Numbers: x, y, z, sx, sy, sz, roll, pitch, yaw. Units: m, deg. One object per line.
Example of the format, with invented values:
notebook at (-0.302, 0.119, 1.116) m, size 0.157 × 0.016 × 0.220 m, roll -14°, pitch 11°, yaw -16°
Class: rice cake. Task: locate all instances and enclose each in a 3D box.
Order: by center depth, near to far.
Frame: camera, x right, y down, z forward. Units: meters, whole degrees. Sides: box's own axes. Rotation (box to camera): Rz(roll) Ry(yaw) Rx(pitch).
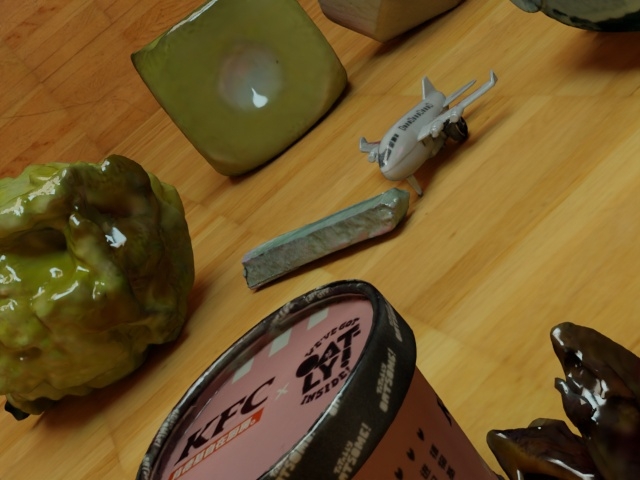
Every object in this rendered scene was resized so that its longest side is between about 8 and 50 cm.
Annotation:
rice cake at (0.000, 0.000, 0.887) m, size 0.211 × 0.034 × 0.043 m, roll -22°, pitch 17°, yaw 42°

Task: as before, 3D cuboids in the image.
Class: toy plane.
toy plane at (0.094, -0.101, 0.890) m, size 0.162 × 0.065 × 0.171 m, roll -24°, pitch 26°, yaw 37°

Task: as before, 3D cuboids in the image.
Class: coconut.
coconut at (0.103, -0.413, 1.333) m, size 0.259 × 0.259 × 0.259 m, roll -35°, pitch 19°, yaw 14°

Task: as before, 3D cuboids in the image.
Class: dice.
dice at (-0.115, -0.249, 1.366) m, size 0.238 × 0.227 × 0.233 m, roll -38°, pitch 19°, yaw 3°

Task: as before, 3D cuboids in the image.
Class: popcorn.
popcorn at (-0.265, 0.037, 0.980) m, size 0.237 × 0.293 × 0.293 m, roll 0°, pitch 40°, yaw 35°

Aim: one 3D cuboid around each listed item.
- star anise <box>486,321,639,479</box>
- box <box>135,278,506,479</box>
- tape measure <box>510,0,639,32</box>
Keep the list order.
star anise at (0.135, 0.113, 0.268) m, size 0.234 × 0.073 × 0.177 m, roll 37°, pitch 121°, yaw 57°
box at (0.010, 0.118, 0.453) m, size 0.151 × 0.135 × 0.151 m, roll -37°, pitch 16°, yaw 12°
tape measure at (0.268, -0.289, 0.769) m, size 0.275 × 0.147 × 0.256 m, roll 13°, pitch 52°, yaw 44°
